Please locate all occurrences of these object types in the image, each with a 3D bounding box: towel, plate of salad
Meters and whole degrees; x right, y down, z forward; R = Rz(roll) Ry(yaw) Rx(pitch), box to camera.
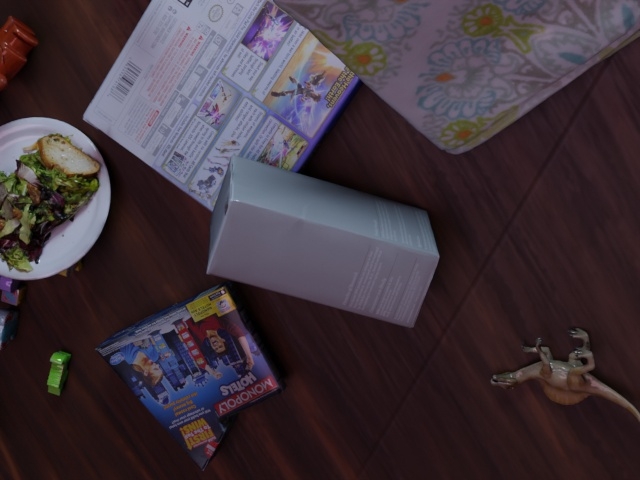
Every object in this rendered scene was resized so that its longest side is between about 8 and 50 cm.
[{"bbox_3d":[0.146,-0.267,1.315,0.321,0.090,0.374,-34,131,21],"label":"towel"},{"bbox_3d":[-0.349,-0.052,1.610,0.200,0.048,0.199,-1,81,9],"label":"plate of salad"}]

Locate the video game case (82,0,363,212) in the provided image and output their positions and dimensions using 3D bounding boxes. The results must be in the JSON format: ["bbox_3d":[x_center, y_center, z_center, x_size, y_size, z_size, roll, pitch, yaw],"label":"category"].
[{"bbox_3d":[-0.099,-0.178,1.524,0.244,0.061,0.269,37,111,4],"label":"video game case"}]

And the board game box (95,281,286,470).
[{"bbox_3d":[-0.140,0.168,1.632,0.194,0.060,0.194,-25,98,21],"label":"board game box"}]

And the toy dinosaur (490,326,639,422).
[{"bbox_3d":[0.287,0.151,1.518,0.183,0.053,0.092,12,124,20],"label":"toy dinosaur"}]

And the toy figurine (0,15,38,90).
[{"bbox_3d":[-0.455,-0.236,1.531,0.213,0.209,0.148,44,101,2],"label":"toy figurine"}]

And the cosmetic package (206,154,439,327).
[{"bbox_3d":[0.000,0.000,1.471,0.238,0.127,0.107,14,115,-7],"label":"cosmetic package"}]

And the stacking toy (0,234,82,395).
[{"bbox_3d":[-0.389,0.076,1.684,0.167,0.052,0.221,15,109,12],"label":"stacking toy"}]
